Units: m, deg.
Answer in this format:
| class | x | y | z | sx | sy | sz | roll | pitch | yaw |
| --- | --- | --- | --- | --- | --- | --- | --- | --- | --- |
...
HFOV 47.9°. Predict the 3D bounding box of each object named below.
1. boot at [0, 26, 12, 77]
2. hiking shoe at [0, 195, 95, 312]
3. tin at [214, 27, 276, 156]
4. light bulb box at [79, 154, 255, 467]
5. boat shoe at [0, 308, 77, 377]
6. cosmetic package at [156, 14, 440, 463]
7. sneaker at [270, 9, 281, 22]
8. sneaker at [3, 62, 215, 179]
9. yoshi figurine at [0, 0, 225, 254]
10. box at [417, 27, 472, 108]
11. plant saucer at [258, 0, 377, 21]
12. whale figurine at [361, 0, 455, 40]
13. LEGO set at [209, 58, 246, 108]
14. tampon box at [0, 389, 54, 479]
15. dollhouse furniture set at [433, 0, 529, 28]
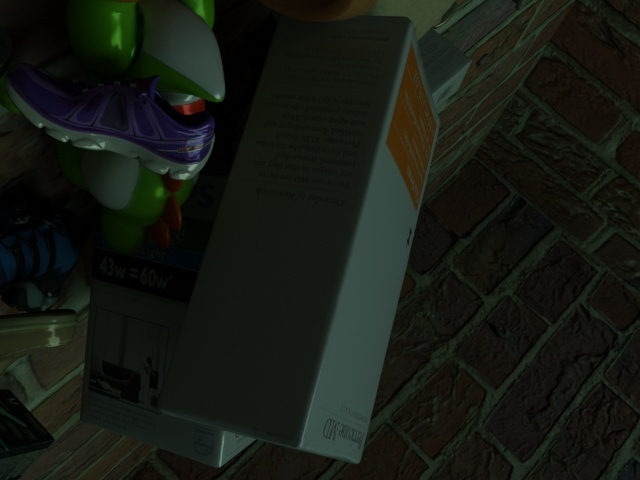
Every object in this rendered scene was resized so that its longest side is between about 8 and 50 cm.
| class | x | y | z | sx | sy | sz | roll | pitch | yaw |
| --- | --- | --- | --- | --- | --- | --- | --- | --- | --- |
| boot | -0.350 | -0.078 | 0.584 | 0.246 | 0.083 | 0.161 | -44 | 180 | -15 |
| hiking shoe | -0.348 | 0.000 | 0.773 | 0.132 | 0.113 | 0.304 | -56 | 177 | -3 |
| tin | -0.092 | -0.207 | 1.009 | 0.190 | 0.040 | 0.106 | -61 | 170 | 2 |
| light bulb box | -0.135 | 0.067 | 1.042 | 0.358 | 0.225 | 0.361 | -17 | 116 | -68 |
| boat shoe | -0.391 | 0.147 | 0.768 | 0.302 | 0.098 | 0.109 | -18 | 173 | 7 |
| cosmetic package | 0.000 | 0.000 | 0.815 | 0.230 | 0.161 | 0.453 | 49 | 54 | -64 |
| sneaker | -0.002 | -0.374 | 0.763 | 0.169 | 0.108 | 0.292 | -61 | 166 | -21 |
| sneaker | -0.167 | -0.111 | 0.590 | 0.071 | 0.170 | 0.068 | -61 | -155 | 25 |
| yoshi figurine | -0.199 | -0.155 | 0.707 | 0.203 | 0.203 | 0.362 | -96 | -163 | -50 |
| box | 0.159 | -0.315 | 1.299 | 0.130 | 0.170 | 0.091 | -42 | 166 | -22 |
| plant saucer | -0.032 | -0.276 | 0.682 | 0.037 | 0.200 | 0.200 | -62 | 173 | -18 |
| whale figurine | 0.079 | -0.334 | 1.008 | 0.216 | 0.141 | 0.272 | -13 | 146 | -38 |
| LEGO set | -0.122 | -0.213 | 1.008 | 0.083 | 0.023 | 0.054 | -53 | 167 | 28 |
| tampon box | -0.520 | 0.312 | 1.118 | 0.101 | 0.120 | 0.161 | -47 | 168 | -3 |
| dollhouse furniture set | 0.239 | -0.466 | 1.011 | 0.286 | 0.198 | 0.303 | -47 | 168 | -1 |
